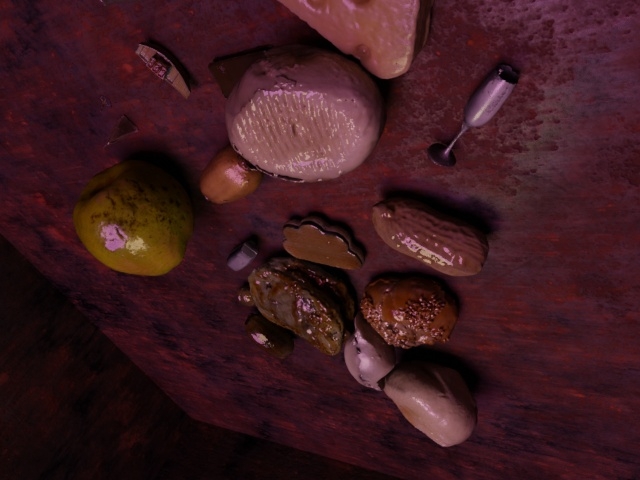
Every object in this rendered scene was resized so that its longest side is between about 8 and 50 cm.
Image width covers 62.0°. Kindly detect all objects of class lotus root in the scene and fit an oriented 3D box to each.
[{"bbox_3d":[-0.250,-0.190,1.526,0.146,0.130,0.303,45,144,-17],"label":"lotus root"},{"bbox_3d":[-0.209,0.394,2.198,0.241,0.124,0.123,43,158,-20],"label":"lotus root"}]

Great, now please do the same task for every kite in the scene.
[{"bbox_3d":[-0.666,-0.419,1.653,0.044,0.002,0.078,31,143,0],"label":"kite"}]

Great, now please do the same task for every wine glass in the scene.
[{"bbox_3d":[0.316,-0.255,1.103,0.074,0.074,0.262,31,144,-1],"label":"wine glass"}]

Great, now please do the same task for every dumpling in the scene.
[{"bbox_3d":[0.181,0.356,1.796,0.175,0.227,0.243,23,126,12],"label":"dumpling"}]

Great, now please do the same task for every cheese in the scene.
[{"bbox_3d":[0.036,-0.506,0.968,0.384,0.104,0.383,18,143,15],"label":"cheese"}]

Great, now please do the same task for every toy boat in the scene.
[{"bbox_3d":[-0.403,-0.444,1.386,0.172,0.066,0.065,42,140,-16],"label":"toy boat"},{"bbox_3d":[-0.279,0.055,1.894,0.078,0.085,0.260,38,155,-9],"label":"toy boat"}]

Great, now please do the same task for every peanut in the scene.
[{"bbox_3d":[0.272,-0.013,1.361,0.313,0.152,0.152,23,144,9],"label":"peanut"}]

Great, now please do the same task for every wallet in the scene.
[{"bbox_3d":[-0.176,-0.406,1.299,0.198,0.031,0.110,1,134,34],"label":"wallet"}]

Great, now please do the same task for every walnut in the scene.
[{"bbox_3d":[-0.285,0.215,2.080,0.092,0.092,0.092,19,143,15],"label":"walnut"}]

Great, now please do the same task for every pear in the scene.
[{"bbox_3d":[-0.587,-0.062,1.733,0.391,0.391,0.391,19,143,15],"label":"pear"}]

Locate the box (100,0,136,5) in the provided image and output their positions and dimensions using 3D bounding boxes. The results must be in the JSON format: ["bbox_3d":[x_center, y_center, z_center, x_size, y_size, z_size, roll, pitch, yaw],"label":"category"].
[{"bbox_3d":[-0.335,-0.583,1.029,0.149,0.231,0.155,7,137,29],"label":"box"}]

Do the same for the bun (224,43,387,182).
[{"bbox_3d":[-0.032,-0.290,1.178,0.360,0.210,0.359,8,152,4],"label":"bun"}]

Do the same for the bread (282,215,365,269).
[{"bbox_3d":[0.000,0.000,1.638,0.287,0.056,0.207,12,144,23],"label":"bread"}]

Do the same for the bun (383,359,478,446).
[{"bbox_3d":[0.397,0.546,1.876,0.365,0.219,0.365,37,160,16],"label":"bun"}]

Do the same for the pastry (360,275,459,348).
[{"bbox_3d":[0.263,0.230,1.643,0.311,0.162,0.255,-10,126,40],"label":"pastry"}]

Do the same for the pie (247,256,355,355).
[{"bbox_3d":[-0.079,0.224,1.864,0.418,0.180,0.395,14,141,30],"label":"pie"}]

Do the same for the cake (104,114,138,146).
[{"bbox_3d":[-0.627,-0.329,1.634,0.052,0.121,0.065,-19,113,39],"label":"cake"}]
